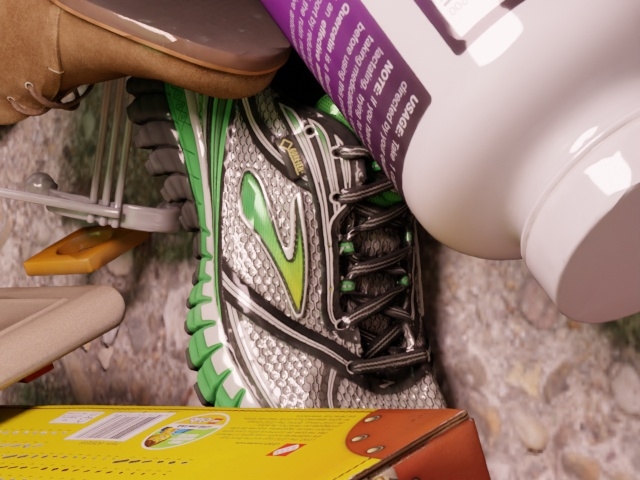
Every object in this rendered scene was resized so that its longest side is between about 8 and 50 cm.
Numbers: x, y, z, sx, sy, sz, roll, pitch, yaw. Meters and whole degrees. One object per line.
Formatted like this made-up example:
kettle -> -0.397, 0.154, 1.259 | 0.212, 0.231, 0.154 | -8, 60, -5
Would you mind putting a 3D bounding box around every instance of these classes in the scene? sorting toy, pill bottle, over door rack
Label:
sorting toy -> -0.232, 0.078, 1.178 | 0.196, 0.348, 0.047 | 4, 117, 51
pill bottle -> 0.081, -0.118, 0.964 | 0.181, 0.181, 0.323 | -53, 55, 29
over door rack -> -0.225, -0.145, 1.259 | 0.324, 0.108, 0.239 | 9, 96, 12

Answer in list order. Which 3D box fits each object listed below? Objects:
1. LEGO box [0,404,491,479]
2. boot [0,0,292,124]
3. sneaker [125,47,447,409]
LEGO box -> -0.106, 0.291, 1.030 | 0.500, 0.193, 0.372 | -6, 105, 48
boot -> -0.139, -0.114, 1.112 | 0.305, 0.112, 0.115 | 21, 113, 35
sneaker -> 0.000, 0.000, 1.073 | 0.146, 0.134, 0.343 | -36, 65, 35
